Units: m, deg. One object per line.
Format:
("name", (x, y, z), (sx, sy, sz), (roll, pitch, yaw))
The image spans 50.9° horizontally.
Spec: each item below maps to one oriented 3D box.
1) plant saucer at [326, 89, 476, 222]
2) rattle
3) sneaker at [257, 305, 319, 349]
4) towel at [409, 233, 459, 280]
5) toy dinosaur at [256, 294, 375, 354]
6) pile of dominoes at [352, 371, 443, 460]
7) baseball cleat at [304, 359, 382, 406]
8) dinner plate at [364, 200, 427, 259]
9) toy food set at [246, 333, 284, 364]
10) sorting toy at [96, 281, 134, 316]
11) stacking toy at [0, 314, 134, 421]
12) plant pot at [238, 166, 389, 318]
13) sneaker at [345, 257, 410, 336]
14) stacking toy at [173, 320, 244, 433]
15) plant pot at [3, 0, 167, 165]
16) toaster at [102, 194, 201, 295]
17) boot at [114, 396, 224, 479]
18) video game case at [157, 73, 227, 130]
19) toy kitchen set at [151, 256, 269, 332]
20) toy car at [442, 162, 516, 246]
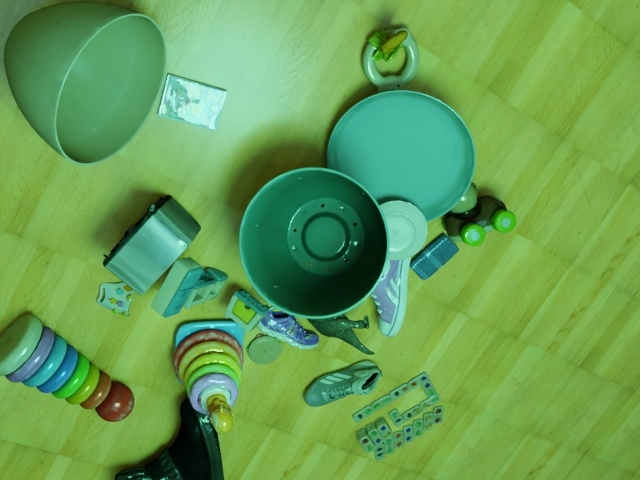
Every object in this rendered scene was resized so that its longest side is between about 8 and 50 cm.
("plant saucer", (0.173, -0.178, 1.456), (0.317, 0.044, 0.318), (5, 123, 8))
("rattle", (0.169, -0.333, 1.388), (0.130, 0.142, 0.200), (-18, 113, -27))
("sneaker", (-0.070, 0.208, 1.610), (0.169, 0.068, 0.071), (26, 98, -25))
("towel", (0.276, 0.040, 1.647), (0.119, 0.029, 0.067), (-42, 118, 7))
("toy dinosaur", (0.018, 0.164, 1.586), (0.160, 0.121, 0.313), (-21, 133, 39))
("pile of dominoes", (0.222, 0.494, 1.836), (0.251, 0.040, 0.196), (-31, 118, 1))
("baseball cleat", (0.057, 0.366, 1.693), (0.205, 0.109, 0.072), (-29, 105, -6))
("dinner plate", (0.169, -0.019, 1.503), (0.141, 0.017, 0.141), (1, 109, 4))
("toy food set", (-0.136, 0.265, 1.642), (0.083, 0.020, 0.083), (-39, 118, 5))
("sorting toy", (-0.454, 0.128, 1.487), (0.075, 0.045, 0.083), (18, 109, -2))
("stacking toy", (-0.554, 0.307, 1.496), (0.141, 0.141, 0.330), (-41, 124, 5))
("plant pot", (0.000, 0.000, 1.406), (0.292, 0.235, 0.293), (0, 93, 7))
("sneaker", (0.123, 0.094, 1.598), (0.160, 0.102, 0.282), (0, 104, -11))
("stacking toy", (-0.234, 0.321, 1.482), (0.165, 0.302, 0.175), (-2, 115, -15))
("plant pot", (-0.436, -0.300, 1.185), (0.190, 0.284, 0.284), (29, 107, 11))
("toaster", (-0.341, 0.005, 1.369), (0.110, 0.186, 0.168), (43, 97, -10))
("boot", (-0.374, 0.533, 1.639), (0.260, 0.131, 0.348), (-8, 116, -12))
("video game case", (-0.259, -0.278, 1.363), (0.122, 0.011, 0.087), (12, 110, -20))
("toy kitchen set", (-0.216, 0.121, 1.430), (0.166, 0.207, 0.122), (37, 109, 14))
("toy car", (0.338, -0.103, 1.540), (0.148, 0.155, 0.189), (-23, 106, -4))
